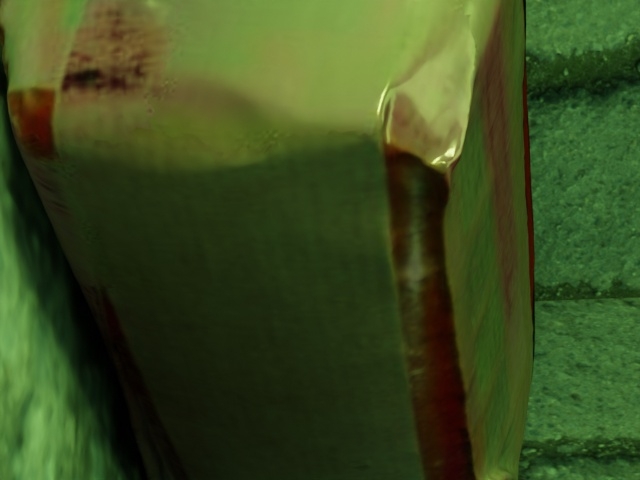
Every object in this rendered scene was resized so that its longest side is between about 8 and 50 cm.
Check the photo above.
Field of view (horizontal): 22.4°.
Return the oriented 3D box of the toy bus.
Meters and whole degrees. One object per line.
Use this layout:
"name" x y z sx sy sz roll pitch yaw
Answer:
"toy bus" 0.000 0.000 0.498 0.302 0.128 0.147 78 17 -54
